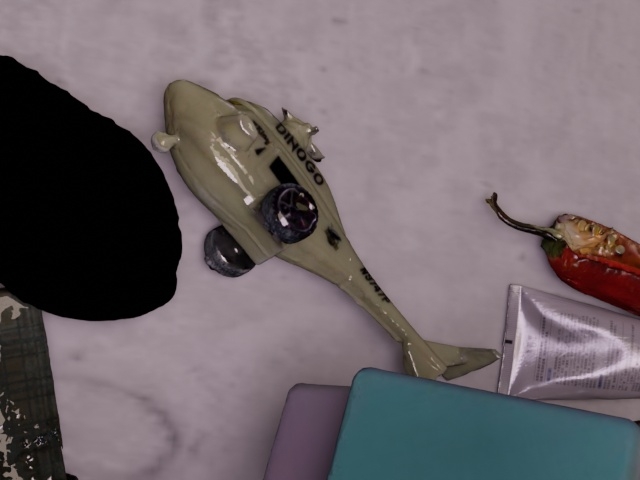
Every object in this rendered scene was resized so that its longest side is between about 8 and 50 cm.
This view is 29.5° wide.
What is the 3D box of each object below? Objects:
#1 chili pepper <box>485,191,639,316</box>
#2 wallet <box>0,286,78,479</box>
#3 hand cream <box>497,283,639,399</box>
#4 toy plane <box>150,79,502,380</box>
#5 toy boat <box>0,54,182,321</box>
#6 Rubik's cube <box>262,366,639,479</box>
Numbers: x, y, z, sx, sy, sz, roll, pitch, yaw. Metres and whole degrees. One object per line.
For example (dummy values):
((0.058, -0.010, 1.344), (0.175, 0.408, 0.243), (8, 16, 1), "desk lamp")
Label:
((0.236, 0.029, 0.900), (0.268, 0.059, 0.050), (23, 115, -18), "chili pepper")
((-0.227, 0.193, 0.745), (0.169, 0.044, 0.317), (-9, 91, -19), "wallet")
((0.203, 0.082, 0.890), (0.142, 0.053, 0.084), (7, 84, -2), "hand cream")
((0.000, 0.000, 0.812), (0.286, 0.092, 0.108), (49, 50, -8), "toy plane")
((-0.161, -0.024, 0.751), (0.188, 0.061, 0.116), (35, 56, -12), "toy boat")
((0.114, 0.253, 0.673), (0.387, 0.368, 0.358), (20, 68, -14), "Rubik's cube")
